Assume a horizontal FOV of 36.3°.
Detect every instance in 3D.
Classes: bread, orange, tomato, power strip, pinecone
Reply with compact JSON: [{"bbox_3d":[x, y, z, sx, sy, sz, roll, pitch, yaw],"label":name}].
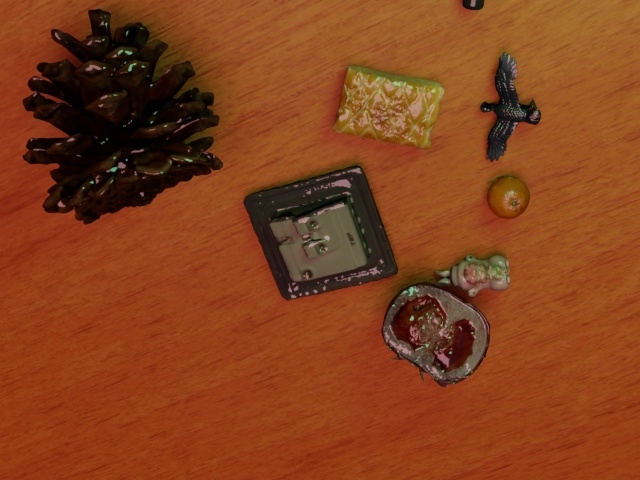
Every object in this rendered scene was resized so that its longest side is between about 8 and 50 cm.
[{"bbox_3d":[0.126,-0.250,1.821,0.188,0.068,0.125,12,114,-1],"label":"bread"},{"bbox_3d":[0.362,-0.081,1.875,0.084,0.083,0.083,1,114,3],"label":"orange"},{"bbox_3d":[0.221,0.181,1.957,0.214,0.155,0.180,37,89,-4],"label":"tomato"},{"bbox_3d":[0.002,0.000,1.928,0.251,0.092,0.257,-18,115,8],"label":"power strip"},{"bbox_3d":[-0.372,-0.229,1.729,0.385,0.384,0.384,1,114,3],"label":"pinecone"}]

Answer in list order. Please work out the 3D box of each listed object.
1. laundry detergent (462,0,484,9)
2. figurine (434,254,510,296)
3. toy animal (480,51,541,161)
[{"bbox_3d":[0.279,-0.515,1.694,0.099,0.070,0.225,2,115,-6],"label":"laundry detergent"},{"bbox_3d":[0.301,0.059,1.940,0.146,0.081,0.098,-1,150,5],"label":"figurine"},{"bbox_3d":[0.352,-0.241,1.814,0.108,0.062,0.220,6,120,0],"label":"toy animal"}]
